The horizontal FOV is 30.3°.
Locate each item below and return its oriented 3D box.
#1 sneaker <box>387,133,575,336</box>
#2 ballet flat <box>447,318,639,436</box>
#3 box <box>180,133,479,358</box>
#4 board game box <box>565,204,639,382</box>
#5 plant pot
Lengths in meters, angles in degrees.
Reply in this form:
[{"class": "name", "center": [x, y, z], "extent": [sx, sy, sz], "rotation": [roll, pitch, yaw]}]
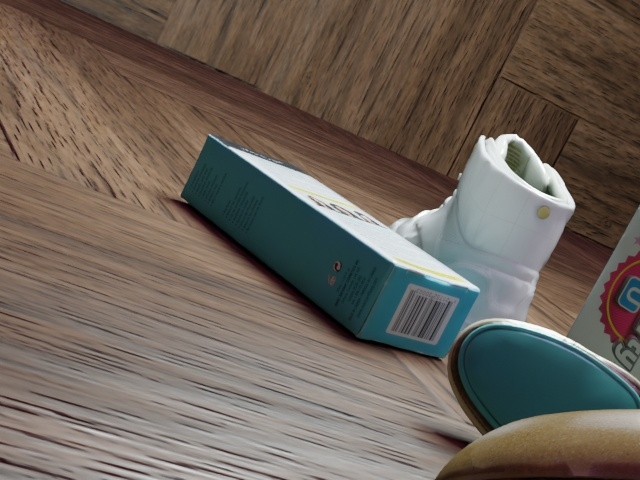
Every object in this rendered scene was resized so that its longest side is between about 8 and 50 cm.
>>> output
[{"class": "sneaker", "center": [0.138, -0.014, 1.037], "extent": [0.108, 0.169, 0.292], "rotation": [22, 9, -15]}, {"class": "ballet flat", "center": [0.184, 0.131, 0.688], "extent": [0.248, 0.086, 0.086], "rotation": [31, 10, 16]}, {"class": "box", "center": [0.000, 0.000, 0.906], "extent": [0.100, 0.060, 0.244], "rotation": [18, 13, -44]}, {"class": "board game box", "center": [0.315, 0.073, 0.861], "extent": [0.303, 0.224, 0.097], "rotation": [18, 14, -45]}, {"class": "plant pot", "center": [0.162, 0.106, 0.474], "extent": [0.236, 0.032, 0.236], "rotation": [8, -20, 3]}]
